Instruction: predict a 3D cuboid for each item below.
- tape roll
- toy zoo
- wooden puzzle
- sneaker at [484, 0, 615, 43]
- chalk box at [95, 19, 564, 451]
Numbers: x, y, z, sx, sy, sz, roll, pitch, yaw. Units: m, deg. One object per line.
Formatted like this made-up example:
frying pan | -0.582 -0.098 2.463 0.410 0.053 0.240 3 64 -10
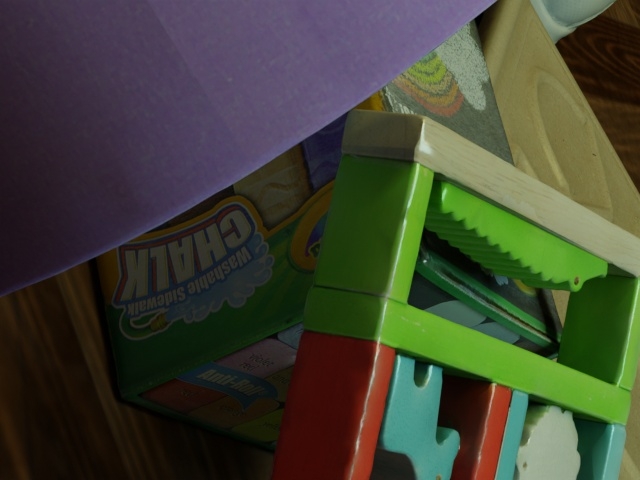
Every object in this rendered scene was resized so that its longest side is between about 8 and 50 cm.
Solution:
tape roll | -0.047 -0.095 0.555 0.090 0.275 0.275 56 24 -20
toy zoo | 0.037 0.123 0.649 0.192 0.030 0.293 24 77 -56
wooden puzzle | 0.138 0.042 1.091 0.347 0.080 0.322 62 23 -18
sneaker | 0.193 -0.207 1.385 0.111 0.129 0.297 58 22 -12
chalk box | 0.000 0.000 0.752 0.132 0.132 0.213 31 41 -55
